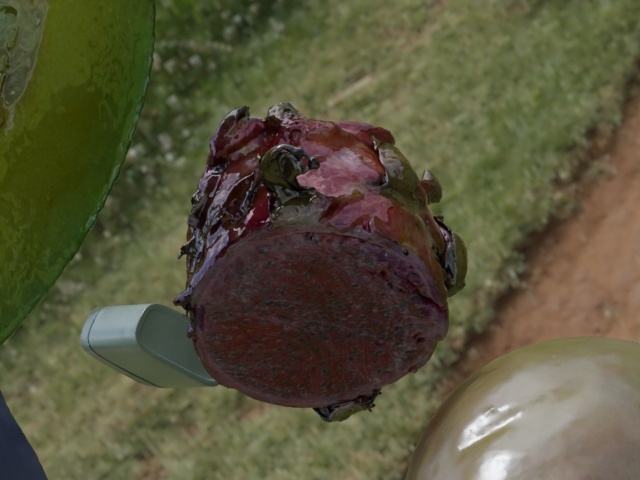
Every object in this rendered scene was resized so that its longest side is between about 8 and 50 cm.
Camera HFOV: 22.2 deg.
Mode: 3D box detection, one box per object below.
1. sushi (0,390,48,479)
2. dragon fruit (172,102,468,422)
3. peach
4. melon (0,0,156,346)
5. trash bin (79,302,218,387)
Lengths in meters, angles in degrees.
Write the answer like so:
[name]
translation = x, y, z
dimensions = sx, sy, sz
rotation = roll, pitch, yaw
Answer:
[sushi]
translation = -0.316, 0.201, 1.244
dimensions = 0.215, 0.227, 0.212
rotation = -48, 3, -24
[dragon fruit]
translation = 0.000, 0.000, 1.194
dimensions = 0.211, 0.282, 0.147
rotation = -7, 43, 4
[peach]
translation = 0.172, 0.209, 1.063
dimensions = 0.247, 0.292, 0.292
rotation = 1, 45, 47
[melon]
translation = -0.263, -0.094, 1.084
dimensions = 0.343, 0.331, 0.226
rotation = -35, -15, -39
[trash bin]
translation = -0.169, 0.108, 1.672
dimensions = 0.130, 0.116, 0.059
rotation = -8, 56, 57
